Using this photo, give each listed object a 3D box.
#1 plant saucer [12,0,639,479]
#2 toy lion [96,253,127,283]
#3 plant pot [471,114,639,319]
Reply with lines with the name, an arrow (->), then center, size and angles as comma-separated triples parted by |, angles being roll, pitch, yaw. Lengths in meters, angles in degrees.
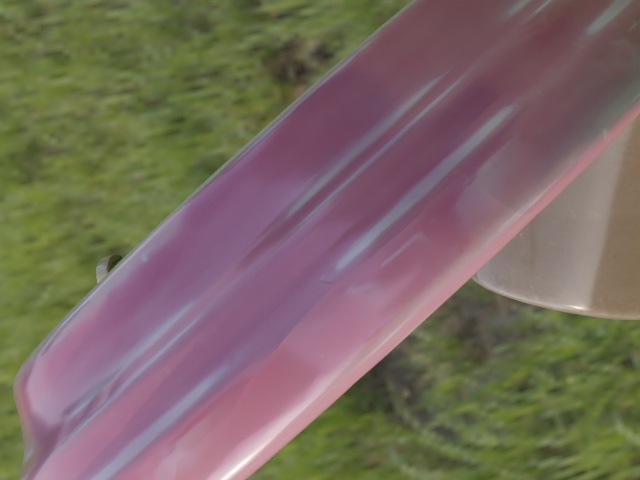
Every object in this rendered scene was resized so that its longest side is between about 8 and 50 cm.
plant saucer -> 0.000, 0.000, 0.776 | 0.084, 0.332, 0.332 | 47, 147, -1
toy lion -> -0.067, 0.053, 1.005 | 0.034, 0.096, 0.100 | -15, 83, 24
plant pot -> 0.193, -0.071, 1.426 | 0.263, 0.263, 0.229 | 24, 106, 54
